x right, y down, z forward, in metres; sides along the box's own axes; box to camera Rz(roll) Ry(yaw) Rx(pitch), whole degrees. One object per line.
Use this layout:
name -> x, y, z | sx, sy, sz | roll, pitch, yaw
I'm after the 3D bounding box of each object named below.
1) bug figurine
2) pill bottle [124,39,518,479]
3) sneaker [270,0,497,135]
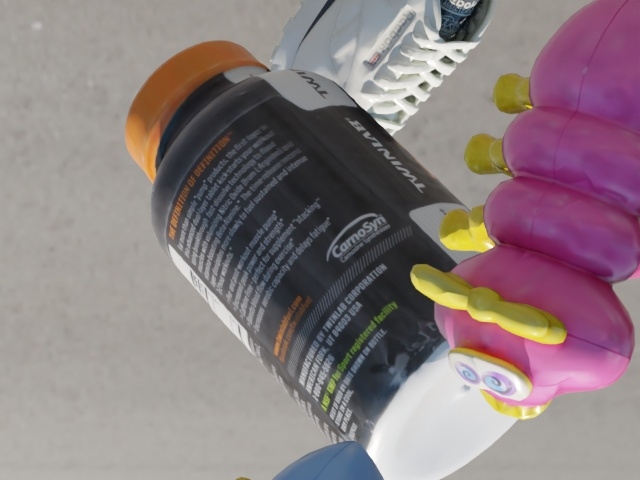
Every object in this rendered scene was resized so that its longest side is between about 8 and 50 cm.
bug figurine -> 0.086, 0.060, 0.308 | 0.279, 0.216, 0.072 | 12, 171, 29
pill bottle -> 0.000, 0.000, 0.849 | 0.130, 0.245, 0.130 | -31, 148, -22
sneaker -> 0.043, -0.120, 0.999 | 0.090, 0.095, 0.235 | 6, 114, -46
